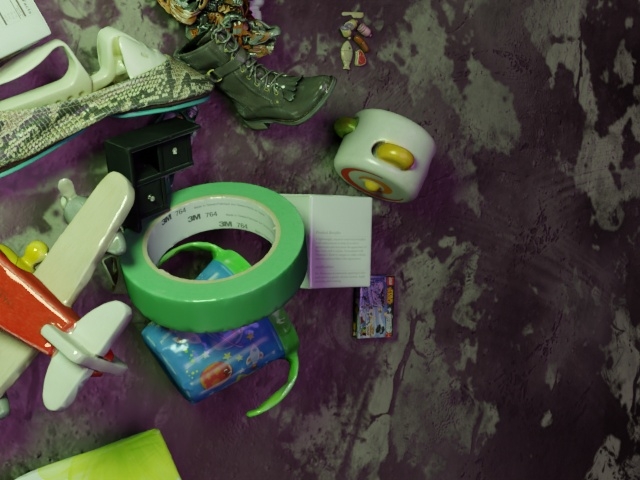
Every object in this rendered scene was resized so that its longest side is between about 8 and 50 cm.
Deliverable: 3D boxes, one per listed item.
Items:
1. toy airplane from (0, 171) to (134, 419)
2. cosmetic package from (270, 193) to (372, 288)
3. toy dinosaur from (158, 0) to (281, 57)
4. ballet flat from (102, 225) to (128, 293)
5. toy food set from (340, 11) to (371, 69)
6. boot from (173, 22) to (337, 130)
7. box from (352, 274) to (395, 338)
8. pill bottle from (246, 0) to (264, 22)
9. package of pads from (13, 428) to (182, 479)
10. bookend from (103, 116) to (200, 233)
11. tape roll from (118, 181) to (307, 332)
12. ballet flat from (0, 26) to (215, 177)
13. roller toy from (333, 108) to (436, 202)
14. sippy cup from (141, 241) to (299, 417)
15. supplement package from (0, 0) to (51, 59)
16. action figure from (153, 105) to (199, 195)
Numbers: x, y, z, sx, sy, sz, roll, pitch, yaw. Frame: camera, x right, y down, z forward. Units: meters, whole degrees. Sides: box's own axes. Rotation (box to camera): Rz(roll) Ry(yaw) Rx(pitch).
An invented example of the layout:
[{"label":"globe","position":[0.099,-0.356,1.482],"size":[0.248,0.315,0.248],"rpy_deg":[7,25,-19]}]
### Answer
[{"label":"toy airplane","position":[-0.460,0.101,1.479],"size":[0.386,0.272,0.384],"rpy_deg":[-11,84,0]},{"label":"cosmetic package","position":[0.000,0.000,1.852],"size":[0.151,0.151,0.183],"rpy_deg":[1,91,-34]},{"label":"toy dinosaur","position":[-0.215,-0.454,1.691],"size":[0.322,0.218,0.164],"rpy_deg":[12,43,-31]},{"label":"ballet flat","position":[-0.369,0.017,1.667],"size":[0.052,0.057,0.168],"rpy_deg":[-13,98,-23]},{"label":"toy food set","position":[0.078,-0.426,1.972],"size":[0.078,0.019,0.122],"rpy_deg":[-8,96,-33]},{"label":"boot","position":[-0.125,-0.311,1.709],"size":[0.229,0.263,0.091],"rpy_deg":[45,50,-33]},{"label":"box","position":[0.116,0.142,2.007],"size":[0.094,0.027,0.137],"rpy_deg":[2,90,-32]},{"label":"pill bottle","position":[-0.144,-0.485,1.794],"size":[0.067,0.067,0.120],"rpy_deg":[-9,96,-33]},{"label":"package of pads","position":[-0.375,0.473,1.592],"size":[0.297,0.101,0.229],"rpy_deg":[-17,67,-32]},{"label":"bookend","position":[-0.287,-0.117,1.622],"size":[0.156,0.072,0.157],"rpy_deg":[-26,126,-40]},{"label":"tape roll","position":[-0.184,0.022,1.606],"size":[0.321,0.321,0.077],"rpy_deg":[-31,137,-29]},{"label":"ballet flat","position":[-0.399,-0.258,1.567],"size":[0.483,0.164,0.182],"rpy_deg":[-25,119,-28]},{"label":"roller toy","position":[0.133,-0.167,1.909],"size":[0.191,0.209,0.146],"rpy_deg":[39,71,-50]},{"label":"sippy cup","position":[-0.194,0.171,1.698],"size":[0.224,0.305,0.240],"rpy_deg":[-35,146,-17]},{"label":"supplement package","position":[-0.580,-0.326,1.466],"size":[0.244,0.139,0.134],"rpy_deg":[-36,108,-27]},{"label":"action figure","position":[-0.289,-0.157,1.708],"size":[0.137,0.063,0.232],"rpy_deg":[36,76,-41]}]
